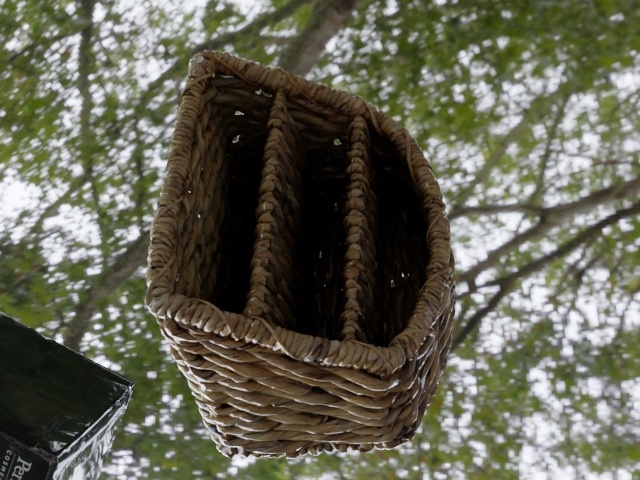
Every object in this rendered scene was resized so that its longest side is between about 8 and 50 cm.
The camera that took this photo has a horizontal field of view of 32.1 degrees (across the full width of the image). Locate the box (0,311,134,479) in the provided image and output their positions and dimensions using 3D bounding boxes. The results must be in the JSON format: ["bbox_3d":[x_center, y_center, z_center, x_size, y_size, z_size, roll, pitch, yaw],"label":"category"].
[{"bbox_3d":[-0.240,0.160,0.617,0.184,0.261,0.103,28,-159,9],"label":"box"}]

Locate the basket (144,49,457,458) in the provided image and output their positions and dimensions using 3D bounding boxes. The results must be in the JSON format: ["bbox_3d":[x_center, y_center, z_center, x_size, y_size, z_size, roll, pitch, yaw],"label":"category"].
[{"bbox_3d":[0.000,0.000,0.922,0.223,0.213,0.299,74,-164,-45],"label":"basket"}]
